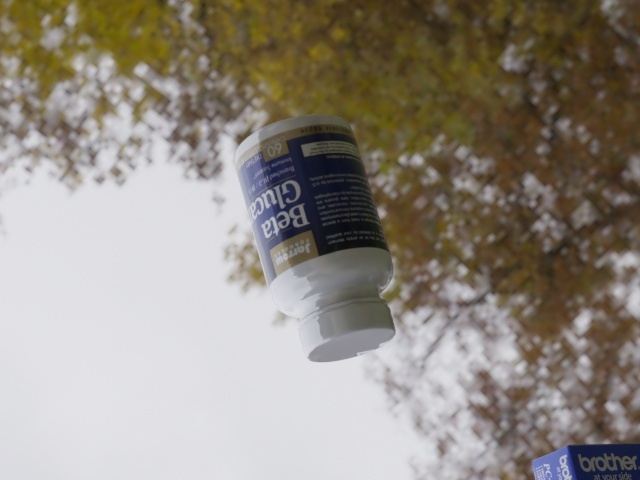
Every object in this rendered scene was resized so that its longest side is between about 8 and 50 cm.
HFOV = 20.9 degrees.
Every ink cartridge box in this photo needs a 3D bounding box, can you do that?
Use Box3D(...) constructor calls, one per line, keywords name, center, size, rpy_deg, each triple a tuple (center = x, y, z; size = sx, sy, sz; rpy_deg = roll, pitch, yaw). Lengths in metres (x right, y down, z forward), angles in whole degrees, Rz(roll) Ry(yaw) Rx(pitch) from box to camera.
Box3D(name="ink cartridge box", center=(0.257, 0.202, 1.289), size=(0.207, 0.046, 0.097), rpy_deg=(3, -113, -35))

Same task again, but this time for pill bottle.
Box3D(name="pill bottle", center=(0.000, 0.000, 1.282), size=(0.094, 0.094, 0.169), rpy_deg=(2, -117, -43))
